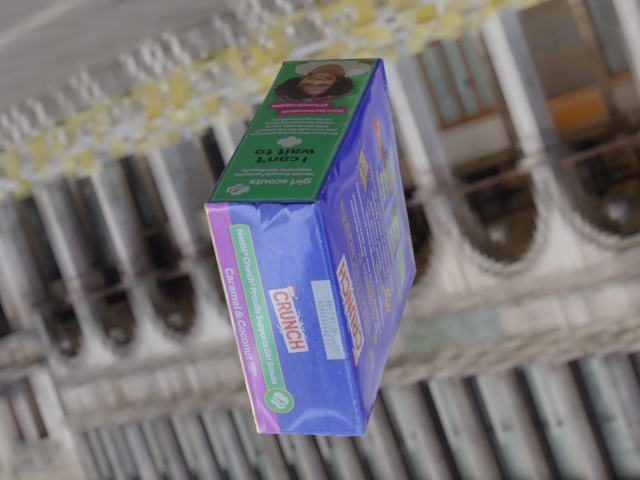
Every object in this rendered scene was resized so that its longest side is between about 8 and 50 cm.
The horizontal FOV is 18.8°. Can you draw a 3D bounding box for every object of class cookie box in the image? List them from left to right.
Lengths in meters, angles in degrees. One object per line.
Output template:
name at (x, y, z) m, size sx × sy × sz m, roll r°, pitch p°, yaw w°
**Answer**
cookie box at (0.000, 0.000, 0.663) m, size 0.040 × 0.092 × 0.107 m, roll -3°, pitch -151°, yaw 15°
